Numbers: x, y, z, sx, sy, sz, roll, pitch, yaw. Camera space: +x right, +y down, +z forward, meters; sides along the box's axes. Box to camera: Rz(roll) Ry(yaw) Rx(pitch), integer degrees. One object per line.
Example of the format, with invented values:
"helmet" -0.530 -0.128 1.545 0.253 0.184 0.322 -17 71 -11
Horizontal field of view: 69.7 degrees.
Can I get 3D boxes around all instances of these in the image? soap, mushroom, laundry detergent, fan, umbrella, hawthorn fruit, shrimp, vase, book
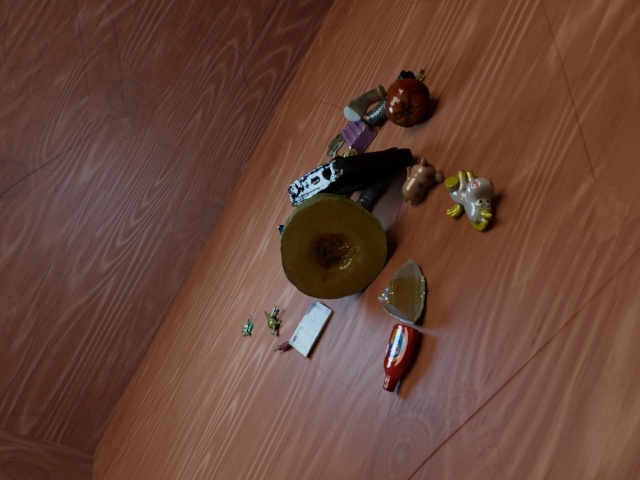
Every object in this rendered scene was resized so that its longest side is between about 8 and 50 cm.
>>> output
"soap" 0.160 -0.461 1.975 0.122 0.065 0.203 -50 27 20
"mushroom" 0.192 -0.588 1.960 0.223 0.081 0.092 -42 33 -26
"laundry detergent" 0.189 0.293 1.146 0.097 0.049 0.165 -13 53 67
"fan" 0.073 -0.434 2.177 0.152 0.008 0.226 -34 35 43
"umbrella" -0.115 0.374 1.657 0.165 0.025 0.027 -33 21 39
"hawthorn fruit" 0.309 -0.488 1.633 0.173 0.173 0.179 -59 4 4
"shrimp" 0.167 -0.110 1.617 0.161 0.049 0.166 -55 27 17
"vase" 0.281 -0.550 1.813 0.237 0.115 0.115 -40 31 45
"book" -0.034 0.298 1.575 0.181 0.014 0.127 -60 31 -5

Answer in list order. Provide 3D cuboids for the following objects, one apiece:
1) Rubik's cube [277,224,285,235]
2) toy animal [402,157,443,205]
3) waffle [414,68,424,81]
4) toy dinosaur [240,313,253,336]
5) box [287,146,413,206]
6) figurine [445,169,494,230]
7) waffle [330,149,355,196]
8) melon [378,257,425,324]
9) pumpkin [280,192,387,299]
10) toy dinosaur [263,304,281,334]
"Rubik's cube" 0.000 0.000 1.692 0.234 0.250 0.284 -1 56 40
"toy animal" 0.303 -0.175 1.398 0.150 0.083 0.089 -61 35 26
"waffle" 0.381 -0.635 1.807 0.078 0.016 0.085 -51 26 28
"toy dinosaur" -0.317 0.379 2.039 0.060 0.029 0.119 -22 37 31
"box" 0.095 -0.220 1.581 0.359 0.350 0.091 -21 87 55
"figurine" 0.389 -0.101 1.162 0.178 0.109 0.129 -128 43 -63
"waffle" 0.071 -0.248 1.922 0.291 0.051 0.291 -43 35 42
"melon" 0.204 0.144 1.230 0.139 0.093 0.202 -45 23 45
"pumpkin" 0.027 -0.004 1.448 0.332 0.332 0.199 -53 22 16
"toy dinosaur" -0.204 0.330 1.856 0.162 0.039 0.126 -28 42 51
